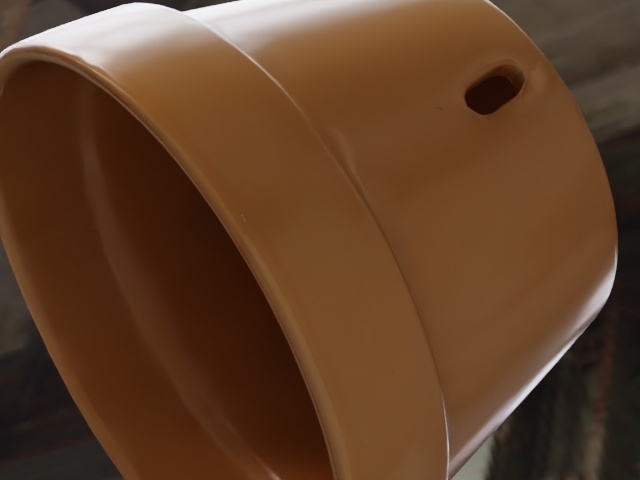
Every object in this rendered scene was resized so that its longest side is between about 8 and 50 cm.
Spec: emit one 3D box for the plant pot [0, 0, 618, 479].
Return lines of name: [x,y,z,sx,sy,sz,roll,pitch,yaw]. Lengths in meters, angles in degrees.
plant pot: [0.000,0.000,0.936,0.203,0.291,0.291,-30,-81,-26]
